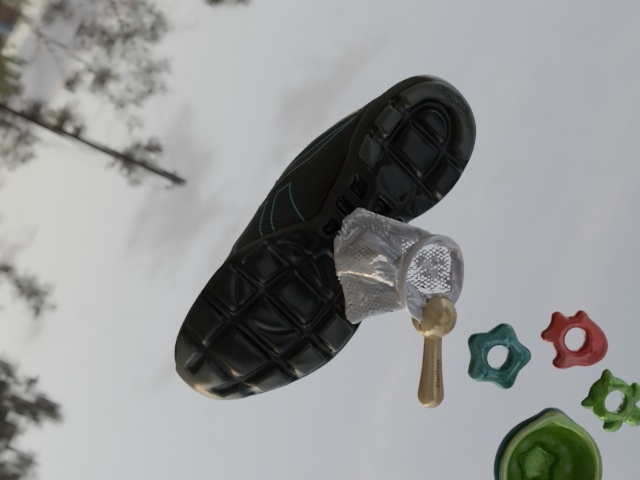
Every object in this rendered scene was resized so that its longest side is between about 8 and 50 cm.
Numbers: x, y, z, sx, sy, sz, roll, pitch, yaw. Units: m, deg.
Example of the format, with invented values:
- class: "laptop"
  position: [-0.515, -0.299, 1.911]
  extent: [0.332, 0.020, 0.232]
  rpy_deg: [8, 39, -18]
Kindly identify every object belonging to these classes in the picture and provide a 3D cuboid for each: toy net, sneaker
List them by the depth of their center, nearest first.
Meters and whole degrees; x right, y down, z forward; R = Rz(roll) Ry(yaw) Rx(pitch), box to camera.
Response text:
- class: "toy net"
  position: [0.106, 0.062, 0.891]
  extent: [0.122, 0.232, 0.045]
  rpy_deg: [-42, -169, -5]
- class: "sneaker"
  position: [0.000, 0.000, 0.985]
  extent: [0.267, 0.101, 0.106]
  rpy_deg: [-47, -162, -8]
